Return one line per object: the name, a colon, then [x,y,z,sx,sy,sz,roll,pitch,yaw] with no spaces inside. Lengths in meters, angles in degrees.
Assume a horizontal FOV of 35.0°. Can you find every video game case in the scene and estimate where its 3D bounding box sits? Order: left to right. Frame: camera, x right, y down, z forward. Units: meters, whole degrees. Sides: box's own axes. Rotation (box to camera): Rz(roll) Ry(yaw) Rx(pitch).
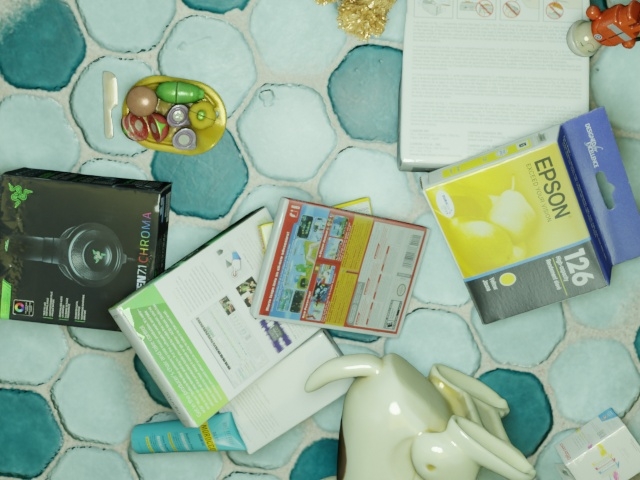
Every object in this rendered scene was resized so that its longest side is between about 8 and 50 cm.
video game case: [0.037,0.050,1.704,0.285,0.025,0.204,11,100,-28]

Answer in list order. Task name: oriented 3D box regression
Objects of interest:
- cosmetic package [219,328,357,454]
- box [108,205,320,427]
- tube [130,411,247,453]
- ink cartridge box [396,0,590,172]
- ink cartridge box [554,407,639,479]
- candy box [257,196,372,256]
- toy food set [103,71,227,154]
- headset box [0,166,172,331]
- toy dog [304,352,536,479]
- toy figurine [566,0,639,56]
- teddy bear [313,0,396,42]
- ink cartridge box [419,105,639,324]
cosmetic package: [-0.060,0.258,1.772,0.231,0.085,0.117,-33,99,4]
box: [-0.157,0.121,1.675,0.322,0.058,0.232,-36,99,-32]
tube: [-0.230,0.339,1.767,0.207,0.052,0.080,-9,119,22]
ink cartridge box: [0.287,-0.302,1.694,0.308,0.091,0.385,2,83,0]
ink cartridge box: [0.488,0.381,1.784,0.143,0.092,0.090,-36,98,7]
candy box: [0.000,0.000,1.715,0.205,0.027,0.105,-15,101,-23]
toy food set: [-0.268,-0.211,1.699,0.217,0.071,0.128,7,99,-1]
headset box: [-0.407,0.013,1.708,0.283,0.131,0.246,7,99,0]
toy dog: [0.101,0.418,1.688,0.395,0.284,0.408,27,106,-21]
toy figurine: [0.470,-0.407,1.599,0.213,0.148,0.210,-23,94,-32]
teddy bear: [0.121,-0.480,1.618,0.338,0.113,0.245,-29,82,8]
ink cartridge box: [0.359,-0.028,1.654,0.307,0.072,0.304,-19,120,16]
